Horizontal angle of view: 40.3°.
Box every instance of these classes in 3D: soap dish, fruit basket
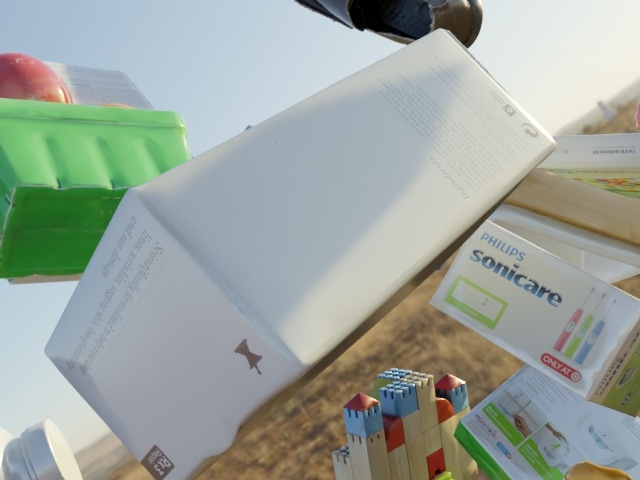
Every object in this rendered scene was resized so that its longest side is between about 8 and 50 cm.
[{"bbox_3d":[0.371,-0.024,1.407,0.229,0.291,0.118,134,152,-72],"label":"soap dish"},{"bbox_3d":[-0.293,-0.100,0.921,0.327,0.353,0.165,-2,-57,-40],"label":"fruit basket"}]

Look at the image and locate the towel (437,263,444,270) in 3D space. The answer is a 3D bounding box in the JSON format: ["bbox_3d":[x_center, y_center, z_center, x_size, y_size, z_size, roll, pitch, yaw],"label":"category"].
[{"bbox_3d":[0.116,0.016,1.118,0.029,0.067,0.119,-34,1,-17],"label":"towel"}]

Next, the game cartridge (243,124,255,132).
[{"bbox_3d":[-0.092,-0.121,1.230,0.017,0.056,0.083,-98,22,-58],"label":"game cartridge"}]

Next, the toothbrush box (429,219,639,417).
[{"bbox_3d":[0.288,0.098,1.033,0.122,0.206,0.283,-59,-31,2],"label":"toothbrush box"}]

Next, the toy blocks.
[{"bbox_3d":[0.157,0.364,1.631,0.381,0.260,0.191,-17,13,-42],"label":"toy blocks"}]

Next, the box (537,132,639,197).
[{"bbox_3d":[0.345,-0.076,0.931,0.186,0.038,0.145,12,-4,-39],"label":"box"}]

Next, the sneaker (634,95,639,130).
[{"bbox_3d":[0.693,-0.225,1.548,0.116,0.314,0.136,-109,30,-61],"label":"sneaker"}]

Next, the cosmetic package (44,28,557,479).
[{"bbox_3d":[0.000,0.000,0.686,0.385,0.156,0.217,-34,-12,-47],"label":"cosmetic package"}]

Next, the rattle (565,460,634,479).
[{"bbox_3d":[0.362,0.215,0.832,0.200,0.130,0.143,-41,3,-9],"label":"rattle"}]

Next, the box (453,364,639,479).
[{"bbox_3d":[0.392,0.334,1.425,0.231,0.262,0.126,-37,-20,-14],"label":"box"}]

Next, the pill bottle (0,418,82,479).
[{"bbox_3d":[-0.371,0.274,0.849,0.264,0.146,0.146,-25,-5,-9],"label":"pill bottle"}]

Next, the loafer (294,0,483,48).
[{"bbox_3d":[0.071,-0.391,1.350,0.130,0.366,0.133,-21,-51,-52],"label":"loafer"}]
